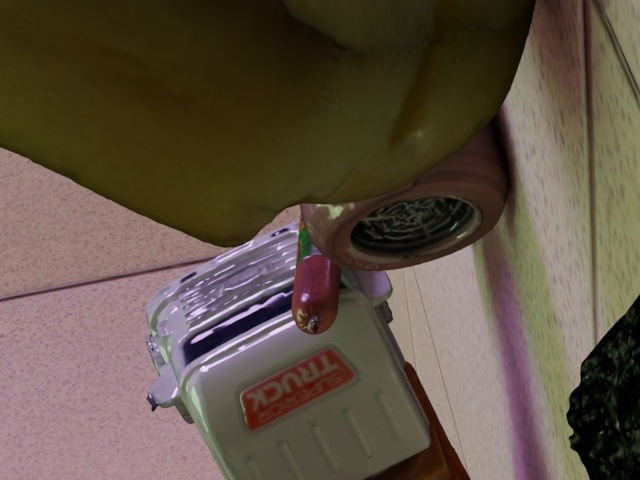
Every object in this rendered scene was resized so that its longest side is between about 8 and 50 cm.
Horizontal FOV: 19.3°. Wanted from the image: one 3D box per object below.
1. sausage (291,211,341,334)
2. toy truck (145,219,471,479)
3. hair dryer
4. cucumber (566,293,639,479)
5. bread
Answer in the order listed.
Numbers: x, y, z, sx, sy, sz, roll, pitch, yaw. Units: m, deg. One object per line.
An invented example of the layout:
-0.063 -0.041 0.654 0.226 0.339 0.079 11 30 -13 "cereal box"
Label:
0.000 0.000 1.203 0.223 0.029 0.029 -85 -13 -62 "sausage"
0.032 0.191 1.276 0.387 0.173 0.207 63 179 -21 "toy truck"
0.059 -0.052 1.230 0.352 0.125 0.210 59 -164 -63 "hair dryer"
0.099 0.021 0.398 0.300 0.072 0.072 82 176 -76 "cucumber"
-0.076 -0.136 0.830 0.210 0.341 0.300 -50 30 41 "bread"
